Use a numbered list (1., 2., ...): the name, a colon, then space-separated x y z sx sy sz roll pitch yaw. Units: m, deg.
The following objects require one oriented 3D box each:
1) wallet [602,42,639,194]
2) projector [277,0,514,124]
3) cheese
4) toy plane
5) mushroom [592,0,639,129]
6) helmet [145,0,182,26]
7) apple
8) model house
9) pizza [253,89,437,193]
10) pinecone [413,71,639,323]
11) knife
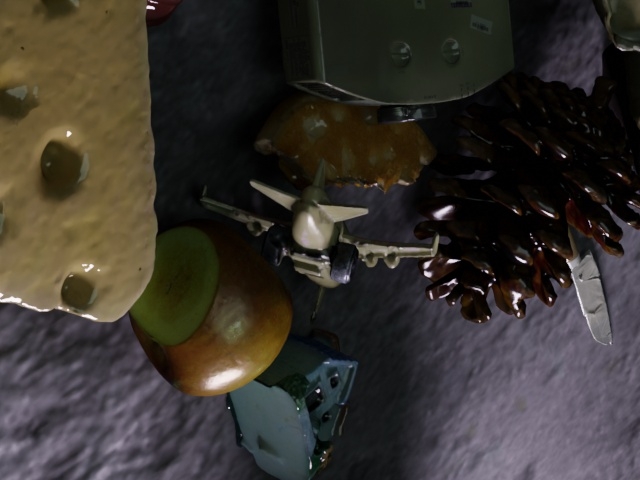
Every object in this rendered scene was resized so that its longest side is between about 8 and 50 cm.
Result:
1. wallet: 0.373 -0.105 1.891 0.049 0.229 0.182 -16 123 7
2. projector: 0.075 -0.216 1.656 0.269 0.088 0.193 -8 94 -38
3. cheese: -0.293 -0.082 1.369 0.384 0.104 0.384 -22 119 -47
4. toy plane: 0.000 0.000 1.645 0.256 0.242 0.104 83 21 -62
5. mushroom: 0.387 -0.252 1.722 0.190 0.164 0.267 -18 103 10
6. helmet: -0.154 -0.238 1.501 0.111 0.057 0.089 20 90 -42
7. apple: -0.110 0.069 1.590 0.147 0.146 0.163 -44 131 -14
8. model house: -0.009 0.161 1.735 0.149 0.119 0.148 -38 127 -33
9. pizza: 0.023 -0.101 1.690 0.246 0.058 0.127 -15 88 -44
10. pinecone: 0.227 -0.047 1.790 0.309 0.244 0.244 -49 132 4
11. knife: 0.320 0.031 2.021 0.047 0.017 0.298 -46 129 -26
